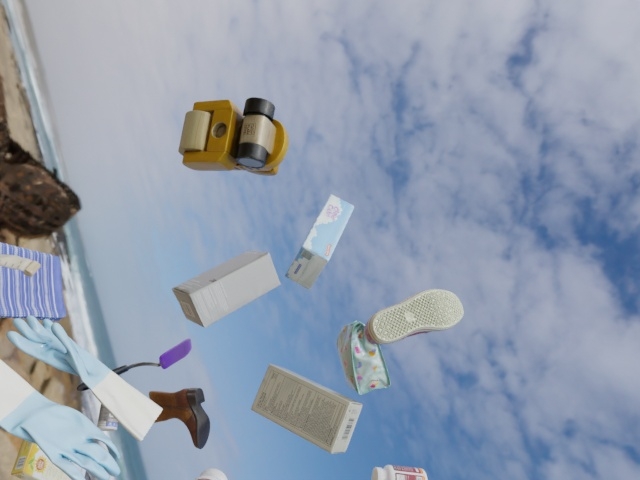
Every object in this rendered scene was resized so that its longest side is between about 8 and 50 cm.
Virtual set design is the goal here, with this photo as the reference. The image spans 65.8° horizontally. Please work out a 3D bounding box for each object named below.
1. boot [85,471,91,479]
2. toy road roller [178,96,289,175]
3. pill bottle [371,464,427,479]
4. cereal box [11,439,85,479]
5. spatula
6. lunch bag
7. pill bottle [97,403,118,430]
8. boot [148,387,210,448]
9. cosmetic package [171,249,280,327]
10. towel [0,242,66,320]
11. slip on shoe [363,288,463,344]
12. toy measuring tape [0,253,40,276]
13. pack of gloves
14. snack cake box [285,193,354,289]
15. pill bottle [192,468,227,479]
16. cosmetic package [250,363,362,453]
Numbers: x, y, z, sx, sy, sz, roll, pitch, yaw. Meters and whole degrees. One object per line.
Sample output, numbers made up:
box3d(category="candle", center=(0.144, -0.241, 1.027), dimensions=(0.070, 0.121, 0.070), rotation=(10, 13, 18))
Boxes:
box3d(category="boot", center=(-0.828, 0.802, 1.594), dimensions=(0.338, 0.118, 0.223), rotation=(44, -4, 46))
box3d(category="toy road roller", center=(-0.260, -0.307, 1.585), dimensions=(0.240, 0.329, 0.203), rotation=(37, 59, -67))
box3d(category="pill bottle", center=(0.232, 0.712, 1.462), dimensions=(0.086, 0.152, 0.086), rotation=(-169, -90, -82))
box3d(category="cereal box", center=(-0.788, 0.645, 1.471), dimensions=(0.173, 0.047, 0.240), rotation=(-96, 167, -46))
box3d(category="spatula", center=(-0.481, 0.333, 1.297), dimensions=(0.084, 0.296, 0.030), rotation=(99, -32, -49))
box3d(category="lunch bag", center=(0.157, 0.444, 1.924), dimensions=(0.223, 0.160, 0.262), rotation=(127, -50, -76))
box3d(category="pill bottle", center=(-0.855, 0.697, 2.006), dimensions=(0.078, 0.078, 0.137), rotation=(121, -29, -58))
box3d(category="boot", center=(-0.638, 0.791, 2.186), dimensions=(0.280, 0.096, 0.264), rotation=(-12, -90, 21))
box3d(category="cosmetic package", center=(-0.237, 0.117, 1.270), dimensions=(0.127, 0.238, 0.107), rotation=(3, -61, 52))
box3d(category="towel", center=(-0.969, 0.144, 1.653), dimensions=(0.336, 0.040, 0.243), rotation=(62, 18, -78))
box3d(category="slip on shoe", center=(0.263, 0.218, 1.397), dimensions=(0.101, 0.331, 0.123), rotation=(-43, -117, 61))
box3d(category="toy measuring tape", center=(-0.840, 0.072, 1.219), dimensions=(0.121, 0.330, 0.121), rotation=(10, 90, -85))
box3d(category="pack of gloves", center=(-0.306, 0.175, 0.604), dimensions=(0.232, 0.046, 0.195), rotation=(40, 8, -6))
box3d(category="snack cake box", center=(0.000, 0.000, 1.492), dimensions=(0.089, 0.264, 0.152), rotation=(29, -46, -1))
box3d(category="pill bottle", center=(-0.325, 0.728, 1.350), dimensions=(0.216, 0.121, 0.121), rotation=(-55, 134, -80))
box3d(category="cosmetic package", center=(-0.045, 0.520, 1.544), dimensions=(0.309, 0.113, 0.160), rotation=(17, -101, 31))
